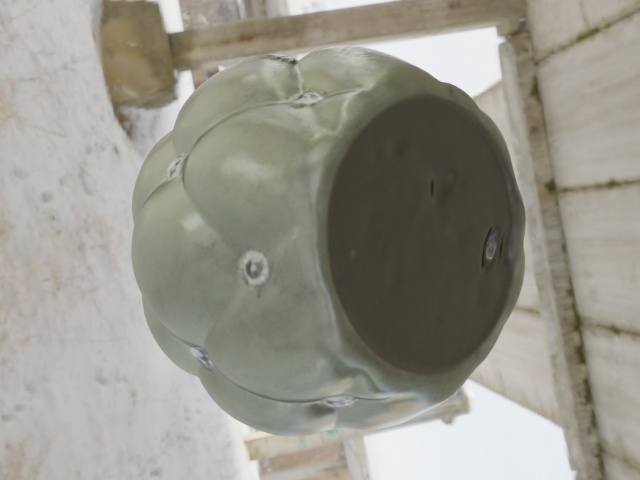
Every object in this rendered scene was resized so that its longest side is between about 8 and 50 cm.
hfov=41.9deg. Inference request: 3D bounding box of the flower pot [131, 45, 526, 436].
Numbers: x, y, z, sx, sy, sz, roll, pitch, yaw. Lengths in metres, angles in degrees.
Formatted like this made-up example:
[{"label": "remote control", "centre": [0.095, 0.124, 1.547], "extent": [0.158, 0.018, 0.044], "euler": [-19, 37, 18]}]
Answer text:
[{"label": "flower pot", "centre": [0.000, 0.000, 0.527], "extent": [0.195, 0.246, 0.246], "euler": [-4, -83, 50]}]
